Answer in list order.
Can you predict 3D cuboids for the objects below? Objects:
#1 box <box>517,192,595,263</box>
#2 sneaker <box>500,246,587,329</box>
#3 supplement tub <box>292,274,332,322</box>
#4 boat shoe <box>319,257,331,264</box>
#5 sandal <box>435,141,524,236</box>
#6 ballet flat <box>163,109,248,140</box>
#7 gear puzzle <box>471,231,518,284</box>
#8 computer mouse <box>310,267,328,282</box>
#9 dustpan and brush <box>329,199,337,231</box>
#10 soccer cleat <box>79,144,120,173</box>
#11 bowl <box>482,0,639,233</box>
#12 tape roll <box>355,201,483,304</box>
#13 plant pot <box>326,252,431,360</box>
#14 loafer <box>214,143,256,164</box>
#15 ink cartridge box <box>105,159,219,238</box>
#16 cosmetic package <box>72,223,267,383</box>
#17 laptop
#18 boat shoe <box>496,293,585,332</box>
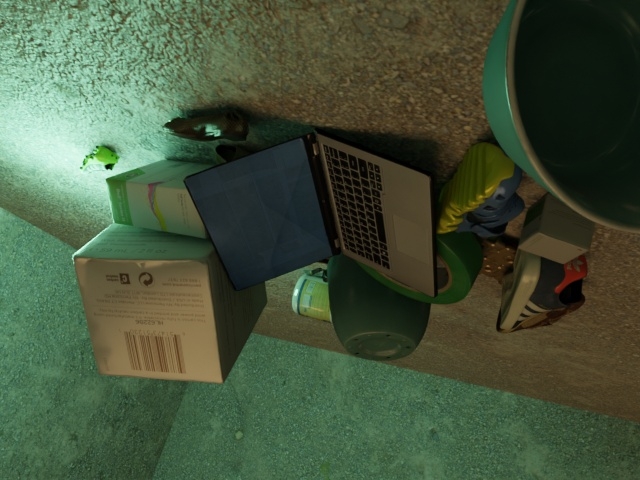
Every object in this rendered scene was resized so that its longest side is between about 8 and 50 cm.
[{"bbox_3d":[0.444,-0.020,1.184,0.102,0.087,0.101,19,162,0],"label":"box"},{"bbox_3d":[0.483,0.116,1.375,0.148,0.131,0.350,4,158,7],"label":"sneaker"},{"bbox_3d":[0.017,0.206,2.168,0.200,0.144,0.144,13,161,18],"label":"supplement tub"},{"bbox_3d":[0.018,0.047,1.795,0.285,0.089,0.104,20,161,-7],"label":"boat shoe"},{"bbox_3d":[0.302,-0.080,1.124,0.138,0.126,0.317,14,170,1],"label":"sandal"},{"bbox_3d":[-0.237,-0.238,1.296,0.250,0.058,0.084,9,-178,44],"label":"ballet flat"},{"bbox_3d":[0.371,0.019,1.445,0.339,0.044,0.175,23,155,-15],"label":"gear puzzle"},{"bbox_3d":[0.050,0.129,1.945,0.184,0.060,0.262,13,176,-11],"label":"computer mouse"},{"bbox_3d":[0.023,-0.037,1.593,0.147,0.060,0.211,23,161,-14],"label":"dustpan and brush"},{"bbox_3d":[-0.606,-0.210,1.720,0.072,0.060,0.179,28,157,-30],"label":"soccer cleat"},{"bbox_3d":[0.296,-0.168,0.648,0.312,0.311,0.163,23,-179,-13],"label":"bowl"},{"bbox_3d":[0.202,0.018,1.421,0.321,0.077,0.321,26,152,15],"label":"tape roll"},{"bbox_3d":[0.156,0.177,1.668,0.293,0.235,0.293,3,147,2],"label":"plant pot"},{"bbox_3d":[-0.174,-0.177,1.391,0.148,0.056,0.050,13,167,18],"label":"loafer"},{"bbox_3d":[-0.295,-0.100,1.476,0.353,0.119,0.207,9,-156,28],"label":"ink cartridge box"},{"bbox_3d":[-0.349,0.105,1.579,0.329,0.393,0.327,1,114,10],"label":"cosmetic package"},{"bbox_3d":[0.000,0.000,1.272,0.408,0.236,0.382,26,151,29],"label":"laptop"},{"bbox_3d":[0.557,0.179,1.612,0.123,0.123,0.342,20,156,0],"label":"boat shoe"}]
